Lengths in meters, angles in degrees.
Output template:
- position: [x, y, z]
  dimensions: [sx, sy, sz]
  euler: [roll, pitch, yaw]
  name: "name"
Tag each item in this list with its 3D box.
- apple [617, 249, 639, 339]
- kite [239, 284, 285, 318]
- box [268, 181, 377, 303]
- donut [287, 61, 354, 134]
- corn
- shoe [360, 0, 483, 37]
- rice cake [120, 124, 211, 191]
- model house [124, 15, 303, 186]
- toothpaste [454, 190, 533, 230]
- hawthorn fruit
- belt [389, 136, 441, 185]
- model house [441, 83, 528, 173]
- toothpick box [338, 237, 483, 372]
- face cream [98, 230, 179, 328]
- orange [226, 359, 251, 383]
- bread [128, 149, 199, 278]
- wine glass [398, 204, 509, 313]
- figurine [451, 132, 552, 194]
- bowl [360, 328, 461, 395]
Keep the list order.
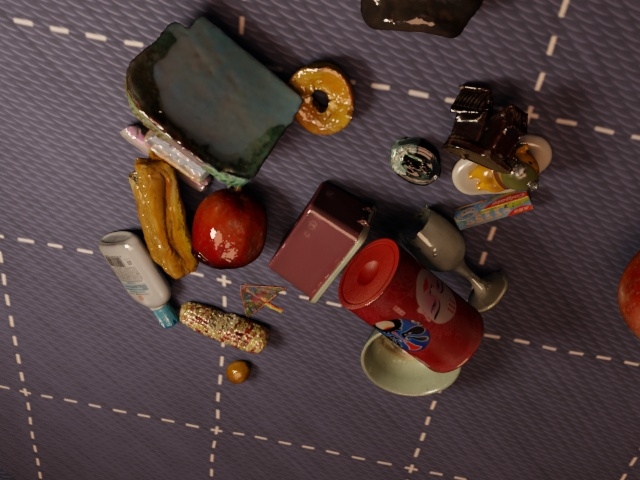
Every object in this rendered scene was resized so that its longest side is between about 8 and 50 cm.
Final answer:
- position: [0.912, 0.134, 1.749]
  dimensions: [0.348, 0.348, 0.277]
  euler: [19, 121, -4]
  name: "apple"
- position: [-0.181, 0.177, 2.183]
  dimensions: [0.159, 0.010, 0.190]
  euler: [39, 125, -20]
  name: "kite"
- position: [0.000, 0.000, 1.909]
  dimensions: [0.167, 0.193, 0.294]
  euler: [32, 124, -6]
  name: "box"
- position: [0.006, -0.343, 1.728]
  dimensions: [0.162, 0.065, 0.178]
  euler: [6, 128, 12]
  name: "donut"
- position: [-0.296, 0.263, 2.217]
  dimensions: [0.289, 0.098, 0.098]
  euler: [23, 127, -4]
  name: "corn"
- position: [0.265, -0.532, 1.467]
  dimensions: [0.383, 0.171, 0.237]
  euler: [-3, 119, 14]
  name: "shoe"
- position: [-0.403, -0.217, 1.903]
  dimensions: [0.270, 0.049, 0.055]
  euler: [37, 124, -17]
  name: "rice cake"
- position: [-0.301, -0.288, 1.723]
  dimensions: [0.360, 0.297, 0.339]
  euler: [36, 157, -15]
  name: "model house"
- position: [0.440, -0.075, 1.842]
  dimensions: [0.193, 0.070, 0.044]
  euler: [-17, 120, 22]
  name: "toothpaste"
- position: [-0.239, -0.044, 1.913]
  dimensions: [0.215, 0.215, 0.250]
  euler: [9, 106, 4]
  name: "hawthorn fruit"
- position: [0.236, -0.196, 1.796]
  dimensions: [0.140, 0.058, 0.105]
  euler: [25, 124, -7]
  name: "belt"
- position: [0.382, -0.259, 1.660]
  dimensions: [0.203, 0.141, 0.164]
  euler: [28, 94, 32]
  name: "model house"
- position: [0.228, 0.167, 1.807]
  dimensions: [0.333, 0.204, 0.204]
  euler: [37, 125, -28]
  name: "toothpick box"
- position: [-0.523, 0.123, 2.148]
  dimensions: [0.163, 0.080, 0.337]
  euler: [-1, 128, 36]
  name: "face cream"
- position: [-0.265, 0.425, 2.346]
  dimensions: [0.085, 0.085, 0.085]
  euler: [5, 127, 7]
  name: "orange"
- position: [-0.425, -0.078, 1.942]
  dimensions: [0.109, 0.185, 0.380]
  euler: [-29, 135, -24]
  name: "bread"
- position: [0.351, 0.050, 1.910]
  dimensions: [0.143, 0.143, 0.321]
  euler: [-35, 111, 30]
  name: "wine glass"
- position: [0.438, -0.151, 1.742]
  dimensions: [0.250, 0.141, 0.166]
  euler: [-29, 118, 28]
  name: "figurine"
- position: [0.265, 0.308, 2.114]
  dimensions: [0.289, 0.146, 0.289]
  euler: [4, 128, 5]
  name: "bowl"
